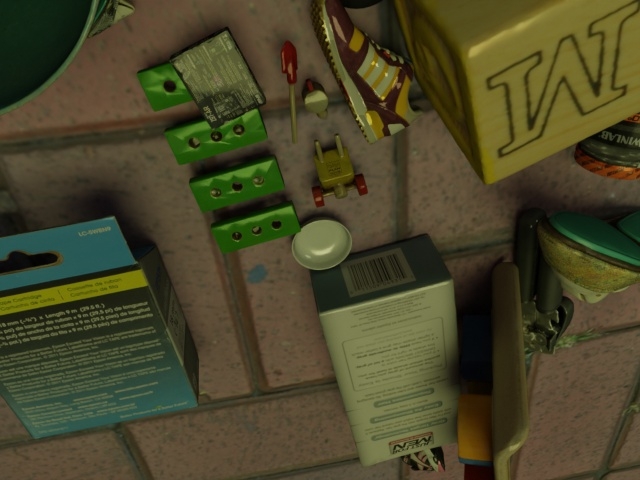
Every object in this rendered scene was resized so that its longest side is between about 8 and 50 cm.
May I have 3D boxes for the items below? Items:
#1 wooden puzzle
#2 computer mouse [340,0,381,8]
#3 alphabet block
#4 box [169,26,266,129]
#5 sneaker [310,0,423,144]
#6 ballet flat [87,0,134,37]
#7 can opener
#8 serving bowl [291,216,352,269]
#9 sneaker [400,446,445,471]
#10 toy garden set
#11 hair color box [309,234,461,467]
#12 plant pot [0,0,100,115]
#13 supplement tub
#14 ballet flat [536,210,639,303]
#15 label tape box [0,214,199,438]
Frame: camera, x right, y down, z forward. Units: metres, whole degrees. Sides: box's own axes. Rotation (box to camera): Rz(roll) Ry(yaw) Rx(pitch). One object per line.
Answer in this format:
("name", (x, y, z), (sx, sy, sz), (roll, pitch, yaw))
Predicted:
("wooden puzzle", (0.251, 0.257, 0.804), (0.080, 0.322, 0.348), (2, 129, 16))
("computer mouse", (-0.008, -0.337, 0.476), (0.184, 0.060, 0.262), (-10, 126, -5))
("alphabet block", (0.196, -0.205, 0.502), (0.197, 0.192, 0.193), (-27, 144, 7))
("box", (-0.104, -0.165, 0.548), (0.067, 0.018, 0.083), (-25, 124, 9))
("sneaker", (0.055, -0.198, 0.585), (0.083, 0.070, 0.185), (-26, 133, 6))
("ballet flat", (-0.196, -0.244, 0.520), (0.041, 0.041, 0.114), (23, 118, -24))
("can opener", (0.356, 0.066, 0.838), (0.095, 0.076, 0.283), (-33, 131, -28))
("serving bowl", (0.000, 0.000, 0.734), (0.083, 0.027, 0.083), (-5, 125, -8))
("sneaker", (0.184, 0.402, 1.030), (0.077, 0.072, 0.178), (-18, 121, 15))
("toy garden set", (-0.064, -0.117, 0.630), (0.203, 0.049, 0.244), (-16, 125, 3))
("hair color box", (0.115, 0.188, 0.837), (0.185, 0.114, 0.374), (-14, 125, 0))
("plant pot", (-0.298, -0.258, 0.391), (0.290, 0.195, 0.290), (-5, 126, -7))
("supplement tub", (0.375, -0.176, 0.628), (0.117, 0.117, 0.190), (-5, 125, -8))
("ballet flat", (0.384, 0.026, 0.715), (0.348, 0.123, 0.123), (-5, 130, -40))
("label tape box", (-0.317, 0.099, 0.695), (0.240, 0.106, 0.334), (-11, 126, -3))
